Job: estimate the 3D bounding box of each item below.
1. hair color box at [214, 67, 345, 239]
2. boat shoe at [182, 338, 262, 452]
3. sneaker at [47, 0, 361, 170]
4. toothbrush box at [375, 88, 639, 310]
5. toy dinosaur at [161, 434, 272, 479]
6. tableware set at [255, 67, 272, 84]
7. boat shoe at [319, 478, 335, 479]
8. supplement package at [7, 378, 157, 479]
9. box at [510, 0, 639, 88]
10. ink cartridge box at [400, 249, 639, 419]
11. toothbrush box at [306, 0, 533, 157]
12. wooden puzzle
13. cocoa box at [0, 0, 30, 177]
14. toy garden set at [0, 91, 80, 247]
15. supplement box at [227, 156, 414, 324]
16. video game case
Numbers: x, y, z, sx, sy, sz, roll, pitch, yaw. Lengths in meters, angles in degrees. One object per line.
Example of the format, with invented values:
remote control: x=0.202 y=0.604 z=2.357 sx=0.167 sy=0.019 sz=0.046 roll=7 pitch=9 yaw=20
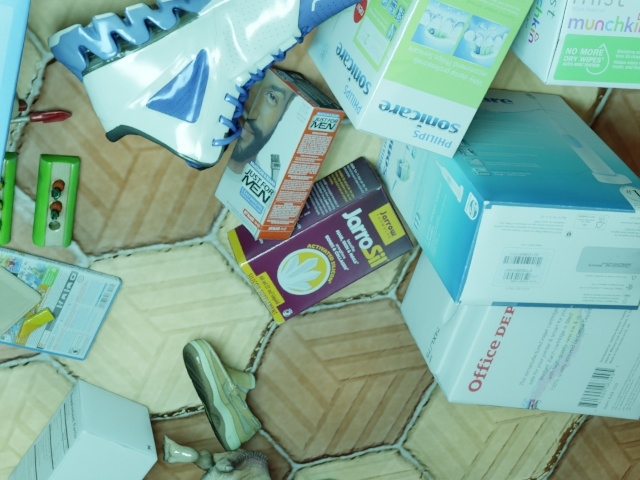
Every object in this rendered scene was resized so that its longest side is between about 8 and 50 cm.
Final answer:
hair color box: x=-0.047 y=-0.095 z=1.384 sx=0.053 sy=0.093 sz=0.167 roll=2 pitch=122 yaw=-44
boat shoe: x=-0.117 y=0.183 z=1.565 sx=0.072 sy=0.068 sz=0.190 roll=-28 pitch=136 yaw=-14
sneaker: x=-0.099 y=-0.174 z=1.277 sx=0.315 sy=0.127 sz=0.182 roll=-18 pitch=101 yaw=3
toothbrush box: x=0.209 y=-0.056 z=1.369 sx=0.216 sy=0.295 sz=0.126 roll=2 pitch=121 yaw=-19
toy dinosaur: x=-0.109 y=0.333 z=1.591 sx=0.200 sy=0.127 sz=0.296 roll=2 pitch=136 yaw=-19
tableware set: x=-0.124 y=-0.196 z=1.347 sx=0.154 sy=0.024 sz=0.104 roll=-13 pitch=123 yaw=-8
boat shoe: x=0.038 y=0.479 z=1.753 sx=0.123 sy=0.116 sz=0.324 roll=-27 pitch=124 yaw=1
supplement package: x=-0.296 y=0.282 z=1.540 sx=0.105 sy=0.105 sz=0.179 roll=28 pitch=110 yaw=-28
box: x=0.323 y=-0.258 z=1.317 sx=0.262 sy=0.231 sz=0.127 roll=0 pitch=120 yaw=-18
ink cartridge box: x=0.272 y=0.075 z=1.525 sx=0.270 sy=0.197 sz=0.198 roll=8 pitch=118 yaw=-21
toothbrush box: x=0.114 y=-0.261 z=1.267 sx=0.122 sy=0.206 sz=0.283 roll=13 pitch=117 yaw=-24
wooden puzzle: x=-0.364 y=0.071 z=1.417 sx=0.078 sy=0.014 sz=0.116 roll=-38 pitch=127 yaw=1
cocoa box: x=-0.453 y=-0.164 z=1.110 sx=0.347 sy=0.228 sz=0.231 roll=9 pitch=97 yaw=-21
toy garden set: x=-0.377 y=-0.081 z=1.326 sx=0.244 sy=0.049 sz=0.204 roll=2 pitch=120 yaw=-18
supplement box: x=0.000 y=0.000 z=1.469 sx=0.188 sy=0.081 sz=0.104 roll=-30 pitch=124 yaw=2
video game case: x=-0.330 y=0.074 z=1.450 sx=0.166 sy=0.015 sz=0.119 roll=16 pitch=115 yaw=-29
